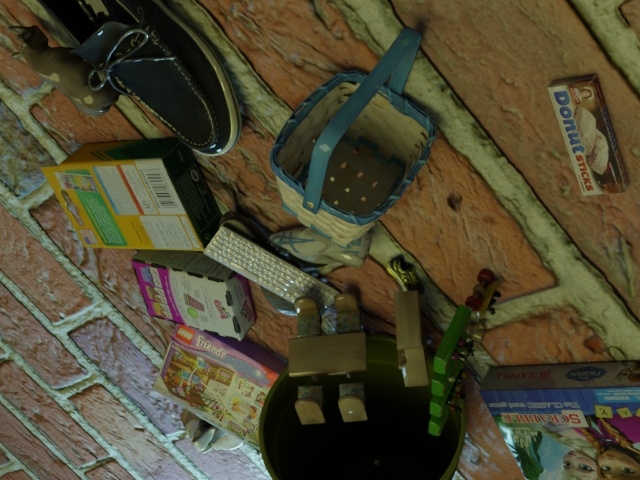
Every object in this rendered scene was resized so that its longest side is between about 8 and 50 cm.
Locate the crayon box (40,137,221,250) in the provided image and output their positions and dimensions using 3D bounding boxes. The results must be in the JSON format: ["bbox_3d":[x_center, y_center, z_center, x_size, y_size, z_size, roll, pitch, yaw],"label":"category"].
[{"bbox_3d":[-0.360,-0.086,1.775,0.323,0.083,0.203,1,127,33],"label":"crayon box"}]

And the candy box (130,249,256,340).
[{"bbox_3d":[-0.255,0.100,1.878,0.234,0.071,0.159,13,133,26],"label":"candy box"}]

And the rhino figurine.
[{"bbox_3d":[-0.446,-0.305,1.618,0.243,0.106,0.073,36,138,2],"label":"rhino figurine"}]

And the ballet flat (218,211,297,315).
[{"bbox_3d":[-0.103,0.041,1.740,0.084,0.058,0.250,-33,113,17],"label":"ballet flat"}]

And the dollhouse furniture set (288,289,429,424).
[{"bbox_3d":[0.060,0.184,1.619,0.242,0.212,0.161,-6,144,7],"label":"dollhouse furniture set"}]

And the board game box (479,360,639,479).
[{"bbox_3d":[0.479,0.349,1.601,0.319,0.066,0.318,-10,121,40],"label":"board game box"}]

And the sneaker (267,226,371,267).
[{"bbox_3d":[0.000,0.000,1.623,0.237,0.086,0.085,3,157,47],"label":"sneaker"}]

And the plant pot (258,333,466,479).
[{"bbox_3d":[0.098,0.428,1.756,0.367,0.366,0.353,15,145,23],"label":"plant pot"}]

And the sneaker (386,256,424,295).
[{"bbox_3d":[0.150,0.062,1.595,0.083,0.031,0.035,42,136,-7],"label":"sneaker"}]

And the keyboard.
[{"bbox_3d":[-0.089,0.060,1.708,0.256,0.014,0.072,30,115,-14],"label":"keyboard"}]

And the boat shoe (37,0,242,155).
[{"bbox_3d":[-0.317,-0.324,1.480,0.187,0.156,0.500,-19,116,41],"label":"boat shoe"}]

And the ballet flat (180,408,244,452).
[{"bbox_3d":[-0.238,0.436,2.141,0.316,0.106,0.107,-16,117,43],"label":"ballet flat"}]

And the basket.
[{"bbox_3d":[0.047,-0.137,1.322,0.201,0.254,0.289,35,150,6],"label":"basket"}]

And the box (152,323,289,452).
[{"bbox_3d":[-0.197,0.302,1.980,0.293,0.057,0.200,28,116,10],"label":"box"}]

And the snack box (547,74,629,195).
[{"bbox_3d":[0.368,-0.141,1.271,0.064,0.022,0.178,-3,125,38],"label":"snack box"}]

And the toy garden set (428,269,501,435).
[{"bbox_3d":[0.243,0.188,1.535,0.049,0.203,0.244,19,145,19],"label":"toy garden set"}]
